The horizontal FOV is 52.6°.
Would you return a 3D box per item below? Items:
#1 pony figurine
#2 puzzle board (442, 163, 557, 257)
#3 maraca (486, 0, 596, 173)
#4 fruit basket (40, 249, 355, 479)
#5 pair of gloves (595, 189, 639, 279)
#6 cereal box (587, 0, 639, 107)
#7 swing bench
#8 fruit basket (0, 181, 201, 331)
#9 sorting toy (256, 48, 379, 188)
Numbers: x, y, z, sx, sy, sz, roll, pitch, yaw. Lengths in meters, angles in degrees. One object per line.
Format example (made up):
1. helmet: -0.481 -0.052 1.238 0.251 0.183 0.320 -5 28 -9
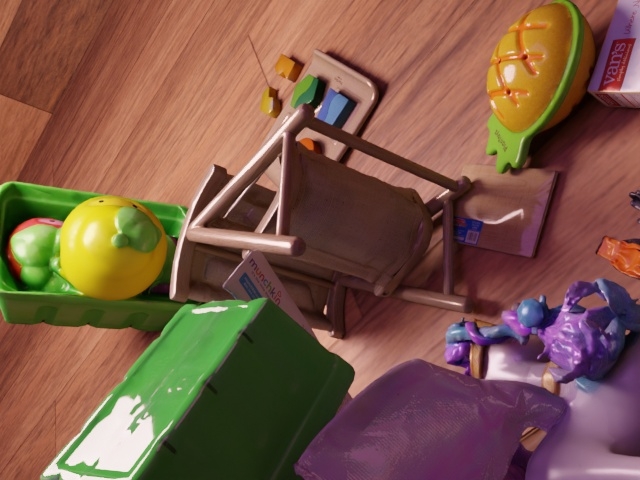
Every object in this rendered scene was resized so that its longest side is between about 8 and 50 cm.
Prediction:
1. pony figurine: 0.192 0.173 0.481 0.363 0.303 0.351 -7 37 54
2. puzzle board: 0.200 -0.036 0.732 0.128 0.011 0.097 14 87 54
3. maraca: 0.223 -0.161 0.689 0.127 0.099 0.186 -93 18 -54
4. fruit basket: -0.056 0.240 0.559 0.165 0.353 0.327 -2 37 33
5. pair of gloves: 0.299 -0.006 0.593 0.083 0.010 0.074 -62 38 11
6. cereal box: 0.371 -0.198 0.556 0.240 0.047 0.173 20 91 53
7. swing bench: 0.000 0.000 0.756 0.254 0.253 0.165 -21 59 49
8. fruit basket: -0.381 0.009 1.146 0.392 0.391 0.283 -42 46 33
9. sorting toy: -0.041 -0.205 1.081 0.229 0.041 0.307 -60 38 14
